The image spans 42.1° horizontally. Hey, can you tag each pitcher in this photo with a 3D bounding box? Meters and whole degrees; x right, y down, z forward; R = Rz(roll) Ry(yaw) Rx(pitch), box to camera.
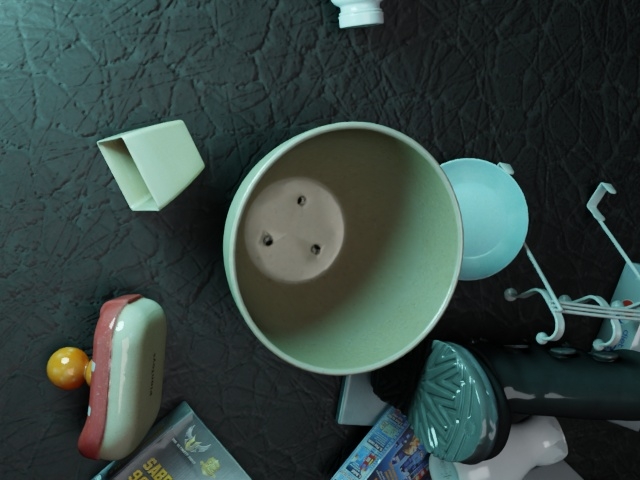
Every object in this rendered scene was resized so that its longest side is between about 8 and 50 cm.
[{"bbox_3d":[0.273,0.360,1.370,0.207,0.178,0.125,-11,71,-28],"label":"pitcher"}]

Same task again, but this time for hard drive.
[{"bbox_3d":[0.080,0.234,1.360,0.094,0.022,0.135,8,94,-22],"label":"hard drive"}]

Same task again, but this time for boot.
[{"bbox_3d":[0.343,0.233,1.236,0.445,0.367,0.146,10,97,-17],"label":"boot"}]

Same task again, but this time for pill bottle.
[{"bbox_3d":[0.053,-0.397,1.223,0.087,0.087,0.160,-10,102,-20],"label":"pill bottle"}]

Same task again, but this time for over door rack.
[{"bbox_3d":[0.412,0.039,1.362,0.239,0.108,0.324,8,51,-23],"label":"over door rack"}]

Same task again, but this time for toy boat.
[{"bbox_3d":[-0.306,0.187,1.155,0.151,0.151,0.231,7,95,8],"label":"toy boat"}]

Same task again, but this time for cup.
[{"bbox_3d":[0.000,0.000,1.179,0.331,0.237,0.331,-3,98,-22],"label":"cup"}]

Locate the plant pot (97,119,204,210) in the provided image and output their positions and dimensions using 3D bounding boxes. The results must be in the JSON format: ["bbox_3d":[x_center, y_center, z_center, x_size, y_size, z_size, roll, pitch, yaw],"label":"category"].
[{"bbox_3d":[-0.227,-0.111,1.149,0.096,0.109,0.109,-32,108,-27],"label":"plant pot"}]

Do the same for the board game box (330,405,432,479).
[{"bbox_3d":[0.114,0.379,1.359,0.194,0.060,0.194,-36,124,-21],"label":"board game box"}]

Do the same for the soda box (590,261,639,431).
[{"bbox_3d":[0.568,0.191,1.511,0.098,0.091,0.286,23,89,-23],"label":"soda box"}]

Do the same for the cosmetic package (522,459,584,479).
[{"bbox_3d":[0.273,0.540,1.338,0.453,0.230,0.161,-12,122,-23],"label":"cosmetic package"}]

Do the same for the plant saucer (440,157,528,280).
[{"bbox_3d":[0.237,-0.034,1.335,0.195,0.037,0.195,0,91,20],"label":"plant saucer"}]

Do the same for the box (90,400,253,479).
[{"bbox_3d":[-0.201,0.388,1.252,0.183,0.056,0.231,-39,110,-12],"label":"box"}]
